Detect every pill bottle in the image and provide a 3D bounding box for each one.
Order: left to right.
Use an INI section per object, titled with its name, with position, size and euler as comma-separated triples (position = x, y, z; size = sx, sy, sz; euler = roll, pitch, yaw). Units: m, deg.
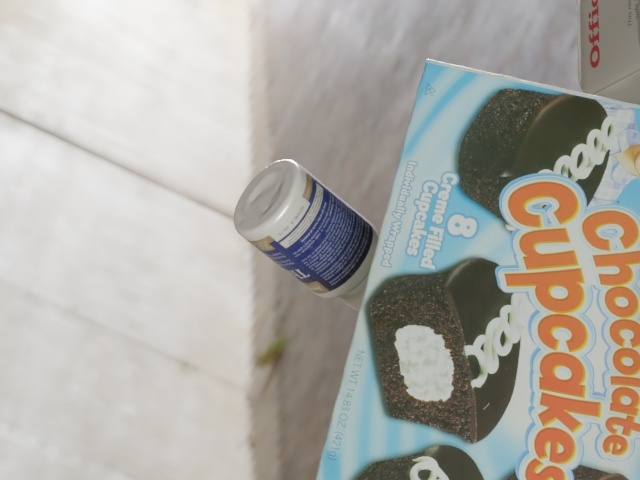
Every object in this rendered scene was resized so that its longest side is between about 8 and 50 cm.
[pill bottle]
position = 0.000, 0.000, 1.391
size = 0.067, 0.120, 0.067
euler = -34, 35, 28

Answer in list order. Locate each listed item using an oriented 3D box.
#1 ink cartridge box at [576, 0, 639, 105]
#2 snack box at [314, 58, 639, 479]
[ink cartridge box]
position = 0.350, -0.257, 1.654
size = 0.307, 0.129, 0.223
euler = 153, 120, -66
[snack box]
position = 0.112, 0.069, 1.106
size = 0.060, 0.187, 0.321
euler = 72, -148, -75
